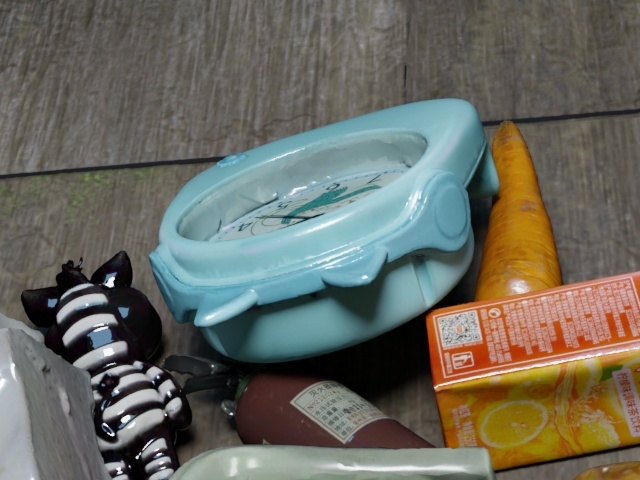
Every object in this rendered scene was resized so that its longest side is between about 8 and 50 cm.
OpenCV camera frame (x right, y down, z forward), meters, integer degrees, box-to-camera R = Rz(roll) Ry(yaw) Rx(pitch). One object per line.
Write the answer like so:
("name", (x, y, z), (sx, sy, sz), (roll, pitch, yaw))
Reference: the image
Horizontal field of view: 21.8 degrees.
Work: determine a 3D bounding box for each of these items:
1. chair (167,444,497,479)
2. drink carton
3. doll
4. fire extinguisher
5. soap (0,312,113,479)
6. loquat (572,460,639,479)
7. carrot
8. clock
("chair", (0.036, 0.230, 0.805), (0.190, 0.275, 0.203), (-7, 42, 9))
("drink carton", (0.182, 0.077, 1.051), (0.223, 0.096, 0.071), (-10, 43, 4))
("doll", (-0.143, 0.095, 1.141), (0.091, 0.067, 0.219), (-26, 49, 2))
("fire extinguisher", (-0.005, 0.126, 1.054), (0.231, 0.071, 0.099), (31, 19, 35))
("soap", (-0.141, 0.188, 0.945), (0.302, 0.159, 0.258), (20, 67, 28))
("loquat", (0.192, 0.181, 0.940), (0.137, 0.113, 0.137), (-19, 53, 27))
("carrot", (0.140, -0.006, 1.189), (0.061, 0.061, 0.257), (-5, 35, 9))
("clock", (0.000, 0.000, 1.105), (0.223, 0.094, 0.274), (-15, 20, 16))
